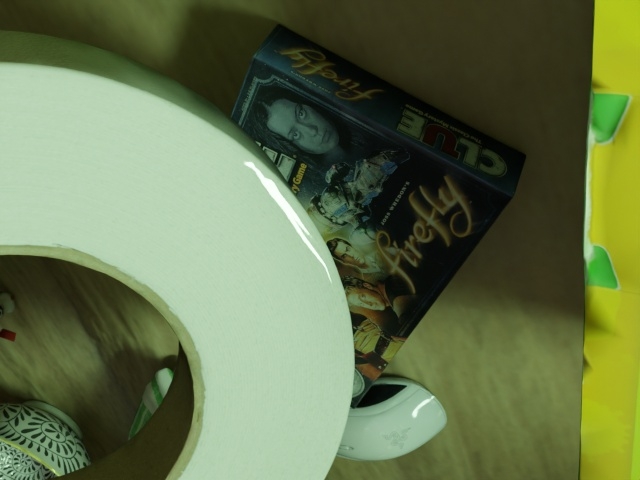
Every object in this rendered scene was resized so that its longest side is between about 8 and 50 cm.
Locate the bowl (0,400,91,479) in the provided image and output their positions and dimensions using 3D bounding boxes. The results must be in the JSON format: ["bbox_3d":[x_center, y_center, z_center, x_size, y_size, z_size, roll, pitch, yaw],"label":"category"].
[{"bbox_3d":[-0.286,0.211,0.884,0.170,0.080,0.170,13,134,14],"label":"bowl"}]

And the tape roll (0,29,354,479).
[{"bbox_3d":[-0.173,0.081,0.505,0.391,0.072,0.392,-7,117,-13],"label":"tape roll"}]

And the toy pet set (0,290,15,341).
[{"bbox_3d":[-0.327,0.032,0.774,0.122,0.065,0.114,16,169,15],"label":"toy pet set"}]

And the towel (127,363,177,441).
[{"bbox_3d":[-0.135,0.289,0.813,0.248,0.038,0.325,62,143,27],"label":"towel"}]

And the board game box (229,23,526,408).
[{"bbox_3d":[0.000,0.000,0.587,0.165,0.042,0.243,28,135,0],"label":"board game box"}]

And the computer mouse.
[{"bbox_3d":[0.008,0.151,0.720,0.193,0.042,0.106,-16,120,35],"label":"computer mouse"}]

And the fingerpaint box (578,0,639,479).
[{"bbox_3d":[0.293,-0.047,0.323,0.371,0.163,0.445,6,132,22],"label":"fingerpaint box"}]
